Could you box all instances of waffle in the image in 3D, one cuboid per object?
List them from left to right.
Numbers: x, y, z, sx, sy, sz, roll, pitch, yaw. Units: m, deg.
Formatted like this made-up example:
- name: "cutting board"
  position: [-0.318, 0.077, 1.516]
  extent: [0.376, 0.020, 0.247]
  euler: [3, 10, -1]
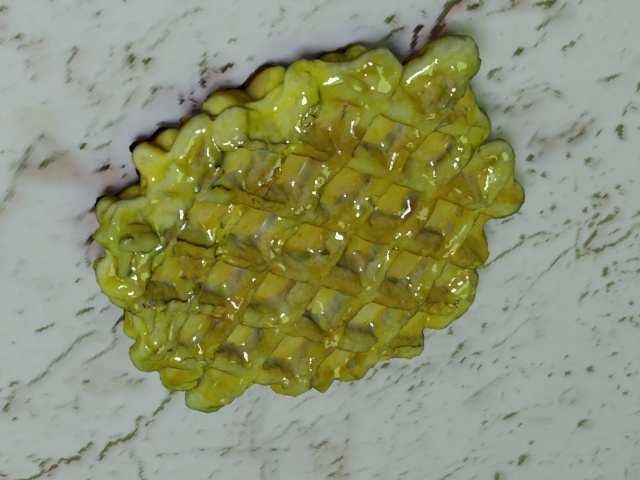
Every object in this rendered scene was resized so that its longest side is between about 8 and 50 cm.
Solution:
- name: "waffle"
  position: [0.000, 0.000, 1.044]
  extent: [0.243, 0.059, 0.238]
  euler: [-21, 136, -11]
